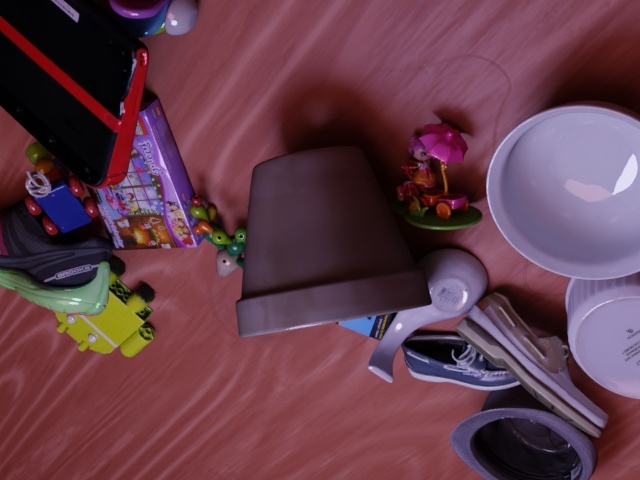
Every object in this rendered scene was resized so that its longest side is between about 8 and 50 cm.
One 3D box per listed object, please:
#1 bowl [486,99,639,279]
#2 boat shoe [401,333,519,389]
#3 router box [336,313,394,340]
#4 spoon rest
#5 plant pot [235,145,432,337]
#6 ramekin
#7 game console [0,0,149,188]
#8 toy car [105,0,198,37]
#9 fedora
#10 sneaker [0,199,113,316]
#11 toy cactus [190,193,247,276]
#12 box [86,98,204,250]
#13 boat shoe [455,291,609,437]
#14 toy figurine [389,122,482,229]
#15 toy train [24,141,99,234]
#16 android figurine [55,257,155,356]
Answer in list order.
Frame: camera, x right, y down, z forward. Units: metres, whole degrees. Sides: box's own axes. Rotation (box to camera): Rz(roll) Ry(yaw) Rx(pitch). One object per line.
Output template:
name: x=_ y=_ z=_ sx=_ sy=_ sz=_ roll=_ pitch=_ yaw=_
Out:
bowl: x=0.412 y=-0.097 z=1.510 sx=0.298 sy=0.134 sz=0.297 roll=12 pitch=127 yaw=17
boat shoe: x=0.270 y=0.210 z=1.819 sx=0.255 sy=0.095 sz=0.079 roll=3 pitch=136 yaw=33
router box: x=0.083 y=0.092 z=1.846 sx=0.133 sy=0.046 sz=0.178 roll=20 pitch=129 yaw=10
spoon rest: x=0.186 y=0.128 z=1.788 sx=0.137 sy=0.084 sz=0.276 roll=35 pitch=108 yaw=-14
plant pot: x=0.000 y=0.000 z=1.652 sx=0.323 sy=0.323 sz=0.280 roll=-14 pitch=85 yaw=31
ramekin: x=0.531 y=0.140 z=1.627 sx=0.273 sy=0.127 sz=0.272 roll=12 pitch=126 yaw=17
game console: x=-0.456 y=-0.306 z=1.728 sx=0.386 sy=0.060 sz=0.342 roll=40 pitch=133 yaw=17
toy car: x=-0.283 y=-0.407 z=1.602 sx=0.159 sy=0.136 sz=0.182 roll=23 pitch=129 yaw=8
fedora: x=0.384 y=0.355 z=1.844 sx=0.275 sy=0.124 sz=0.243 roll=33 pitch=132 yaw=-11
sneaker: x=-0.604 y=0.003 z=2.033 sx=0.483 sy=0.185 sz=0.202 roll=19 pitch=88 yaw=24
toy cactus: x=-0.164 y=0.008 z=1.881 sx=0.219 sy=0.112 sz=0.180 roll=30 pitch=148 yaw=-1
box: x=-0.353 y=-0.118 z=1.885 sx=0.201 sy=0.057 sz=0.293 roll=-3 pitch=121 yaw=26
boat shoe: x=0.377 y=0.207 z=1.696 sx=0.302 sy=0.103 sz=0.113 roll=40 pitch=174 yaw=15
toy figurine: x=0.185 y=-0.117 z=1.635 sx=0.173 sy=0.130 sz=0.159 roll=17 pitch=118 yaw=44
toy train: x=-0.505 y=-0.125 z=1.824 sx=0.105 sy=0.143 sz=0.248 roll=-24 pitch=155 yaw=-4
android figurine: x=-0.473 y=0.149 z=2.131 sx=0.248 sy=0.056 sz=0.273 roll=45 pitch=127 yaw=-10
